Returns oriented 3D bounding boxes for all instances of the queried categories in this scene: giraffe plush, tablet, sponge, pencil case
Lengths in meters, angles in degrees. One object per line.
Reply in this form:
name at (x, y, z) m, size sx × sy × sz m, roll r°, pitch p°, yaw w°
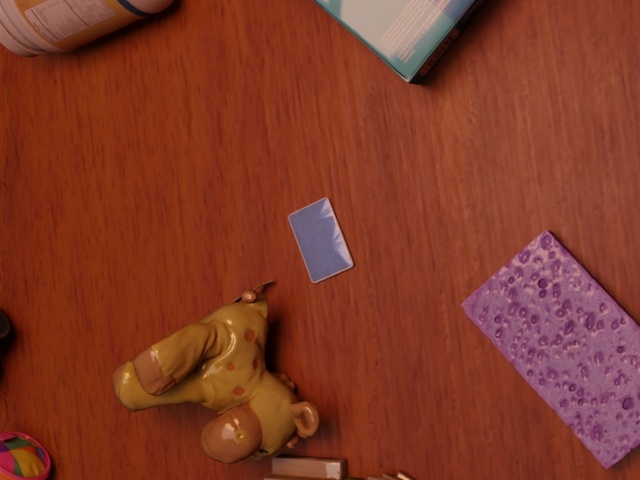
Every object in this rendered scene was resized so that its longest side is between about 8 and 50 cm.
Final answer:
giraffe plush at (-0.096, 0.165, 0.980) m, size 0.210 × 0.181 × 0.170 m, roll -30°, pitch 88°, yaw -14°
tablet at (0.000, 0.000, 1.002) m, size 0.054 × 0.006 × 0.083 m, roll -25°, pitch 79°, yaw 22°
sponge at (0.248, 0.103, 0.879) m, size 0.117 × 0.031 × 0.210 m, roll -46°, pitch 72°, yaw 17°
pencil case at (-0.438, 0.345, 1.144) m, size 0.104 × 0.104 × 0.236 m, roll 43°, pitch 105°, yaw 18°

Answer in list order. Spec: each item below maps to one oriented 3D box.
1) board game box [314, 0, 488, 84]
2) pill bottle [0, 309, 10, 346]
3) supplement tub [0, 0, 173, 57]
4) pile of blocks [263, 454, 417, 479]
board game box at (0.049, -0.362, 0.910) m, size 0.336 × 0.079 × 0.254 m, roll 42°, pitch 105°, yaw 6°
pill bottle at (-0.488, 0.176, 1.152) m, size 0.123 × 0.123 × 0.219 m, roll 41°, pitch 105°, yaw 19°
supplement tub at (-0.282, -0.303, 1.052) m, size 0.199 × 0.144 × 0.144 m, roll -16°, pitch 83°, yaw 23°
pile of blocks at (0.078, 0.331, 0.908) m, size 0.362 × 0.112 × 0.149 m, roll 25°, pitch 100°, yaw 21°
